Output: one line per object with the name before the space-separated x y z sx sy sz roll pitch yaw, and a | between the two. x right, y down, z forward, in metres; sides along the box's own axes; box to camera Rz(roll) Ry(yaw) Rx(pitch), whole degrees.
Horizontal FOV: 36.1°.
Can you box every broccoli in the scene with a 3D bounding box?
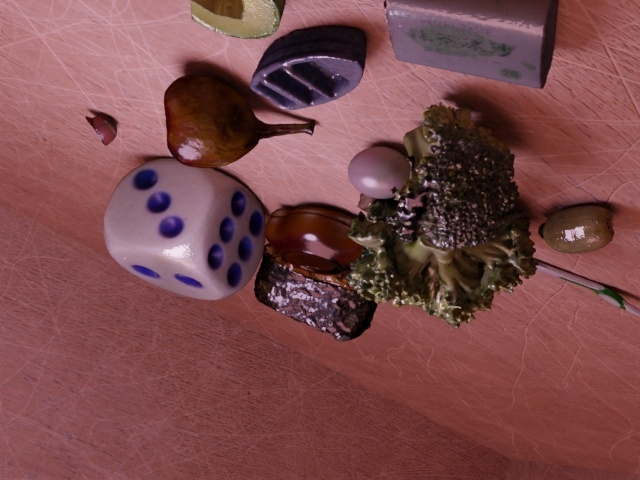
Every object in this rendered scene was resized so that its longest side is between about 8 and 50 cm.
broccoli | 0.228 0.024 1.965 0.339 0.277 0.317 15 173 35
broccoli | 0.206 -0.119 1.723 0.263 0.247 0.243 47 -168 -38

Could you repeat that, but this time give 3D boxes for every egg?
egg | 0.117 -0.134 1.938 0.135 0.103 0.103 10 159 34

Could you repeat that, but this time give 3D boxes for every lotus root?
lotus root | 0.487 -0.019 1.897 0.077 0.090 0.183 -1 177 -32

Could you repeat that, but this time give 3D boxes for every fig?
fig | -0.173 -0.215 1.918 0.290 0.190 0.190 18 161 9

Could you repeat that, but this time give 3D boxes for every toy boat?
toy boat | -0.013 -0.292 1.674 0.127 0.078 0.283 32 158 -28

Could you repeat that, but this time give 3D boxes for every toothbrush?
toothbrush | 0.642 0.123 2.212 0.418 0.040 0.042 20 164 2

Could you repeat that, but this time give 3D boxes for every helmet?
helmet | -0.507 -0.268 2.304 0.084 0.049 0.065 56 -176 -21

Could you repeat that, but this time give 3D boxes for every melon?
melon | -0.129 -0.381 1.576 0.210 0.064 0.118 12 161 31

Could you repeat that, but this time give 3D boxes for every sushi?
sushi | -0.001 0.114 2.608 0.349 0.207 0.234 20 -158 4

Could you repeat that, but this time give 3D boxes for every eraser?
eraser | 0.215 -0.302 1.401 0.227 0.081 0.174 15 160 18

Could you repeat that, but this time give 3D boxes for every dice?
dice | -0.336 -0.026 2.465 0.305 0.276 0.304 9 155 26

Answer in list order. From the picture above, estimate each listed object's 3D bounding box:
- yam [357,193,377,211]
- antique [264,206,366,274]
yam | 0.153 -0.074 2.112 0.127 0.084 0.084 28 160 -14
antique | 0.000 0.000 2.401 0.278 0.129 0.223 11 159 19
